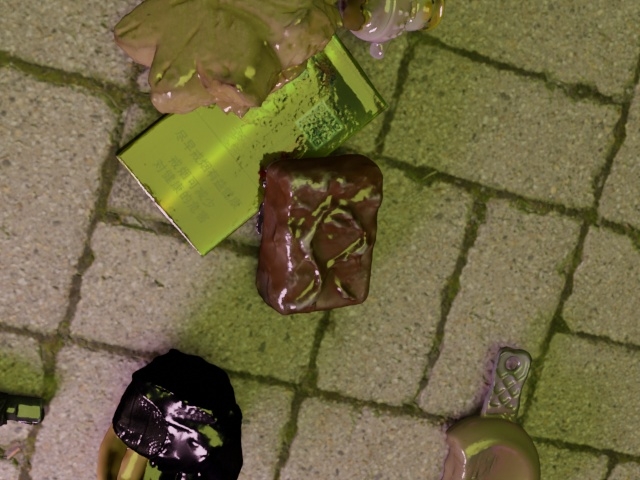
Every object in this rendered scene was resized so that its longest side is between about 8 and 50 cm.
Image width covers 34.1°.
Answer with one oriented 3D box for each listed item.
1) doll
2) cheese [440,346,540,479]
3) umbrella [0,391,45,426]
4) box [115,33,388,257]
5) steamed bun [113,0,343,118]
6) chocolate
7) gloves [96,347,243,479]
[{"bbox_3d":[0.090,-0.287,1.278,0.207,0.081,0.129,-17,120,-53],"label":"doll"},{"bbox_3d":[0.241,0.289,1.479,0.163,0.082,0.286,7,98,-16],"label":"cheese"},{"bbox_3d":[-0.462,0.206,1.296,0.236,0.066,0.059,10,94,-18],"label":"umbrella"},{"bbox_3d":[-0.085,-0.141,1.323,0.311,0.043,0.173,-40,108,-2],"label":"box"},{"bbox_3d":[-0.092,-0.259,1.213,0.292,0.295,0.137,-25,152,13],"label":"steamed bun"},{"bbox_3d":[0.000,0.000,1.323,0.148,0.093,0.214,-5,114,-19],"label":"chocolate"},{"bbox_3d":[-0.189,0.292,1.338,0.197,0.152,0.301,25,102,4],"label":"gloves"}]
